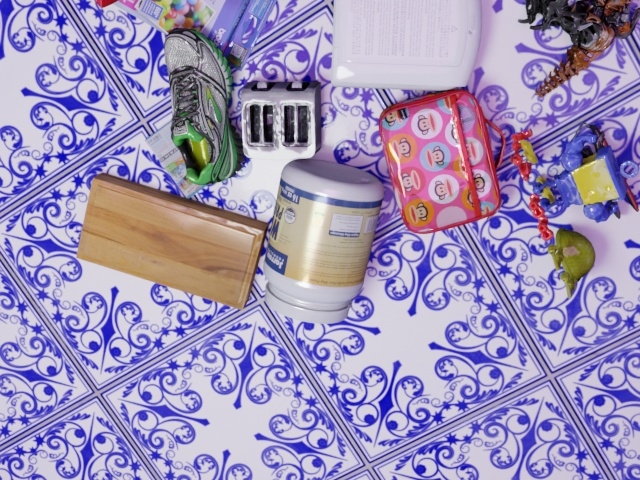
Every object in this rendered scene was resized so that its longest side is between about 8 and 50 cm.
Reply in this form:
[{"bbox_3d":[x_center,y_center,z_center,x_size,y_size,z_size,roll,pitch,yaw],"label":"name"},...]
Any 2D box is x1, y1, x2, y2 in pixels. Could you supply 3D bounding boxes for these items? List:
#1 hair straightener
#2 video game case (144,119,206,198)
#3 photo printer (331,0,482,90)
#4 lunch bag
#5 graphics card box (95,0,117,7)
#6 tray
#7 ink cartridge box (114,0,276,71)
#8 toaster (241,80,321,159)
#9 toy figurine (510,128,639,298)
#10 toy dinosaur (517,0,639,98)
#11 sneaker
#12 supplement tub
[{"bbox_3d":[0.602,-0.147,1.820,0.089,0.047,0.230,-25,103,13],"label":"hair straightener"},{"bbox_3d":[-0.307,-0.195,1.933,0.119,0.015,0.166,-33,99,14],"label":"video game case"},{"bbox_3d":[0.179,-0.443,1.758,0.307,0.107,0.256,3,104,6],"label":"photo printer"},{"bbox_3d":[0.274,-0.175,1.822,0.258,0.120,0.293,-15,102,6],"label":"lunch bag"},{"bbox_3d":[-0.518,-0.674,1.685,0.094,0.233,0.371,-39,87,-22],"label":"graphics card box"},{"bbox_3d":[-0.345,0.002,1.963,0.411,0.076,0.203,17,107,1],"label":"tray"},{"bbox_3d":[-0.271,-0.517,1.818,0.311,0.065,0.186,29,107,-4],"label":"ink cartridge box"},{"bbox_3d":[-0.086,-0.257,1.841,0.168,0.110,0.186,2,106,7],"label":"toaster"},{"bbox_3d":[0.560,-0.086,1.746,0.217,0.191,0.362,-21,102,25],"label":"toy figurine"},{"bbox_3d":[0.534,-0.444,1.703,0.218,0.164,0.322,24,86,-17],"label":"toy dinosaur"},{"bbox_3d":[-0.259,-0.282,1.799,0.134,0.146,0.343,-7,108,27],"label":"sneaker"},{"bbox_3d":[0.000,0.000,1.839,0.228,0.228,0.316,13,106,3],"label":"supplement tub"}]
